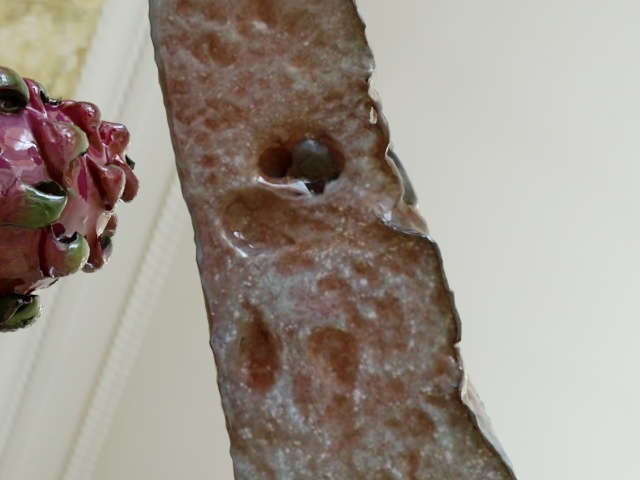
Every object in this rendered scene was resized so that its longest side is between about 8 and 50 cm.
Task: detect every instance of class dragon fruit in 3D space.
[{"bbox_3d":[-0.284,-0.048,1.252,0.273,0.198,0.218,29,-42,-5],"label":"dragon fruit"}]

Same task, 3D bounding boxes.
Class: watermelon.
[{"bbox_3d":[0.000,0.000,0.555,0.094,0.154,0.241,-14,-69,5],"label":"watermelon"}]
